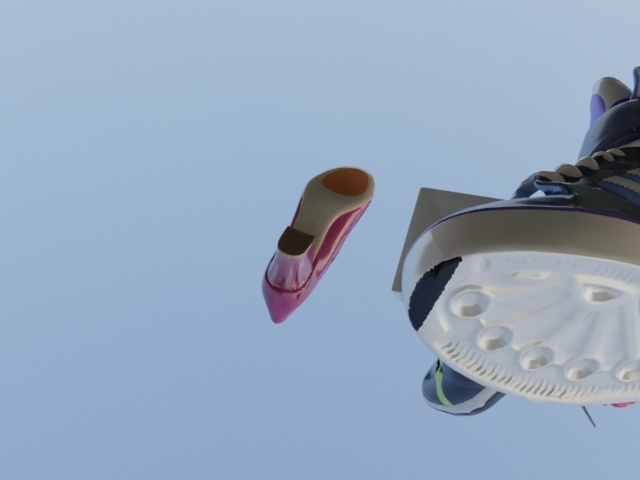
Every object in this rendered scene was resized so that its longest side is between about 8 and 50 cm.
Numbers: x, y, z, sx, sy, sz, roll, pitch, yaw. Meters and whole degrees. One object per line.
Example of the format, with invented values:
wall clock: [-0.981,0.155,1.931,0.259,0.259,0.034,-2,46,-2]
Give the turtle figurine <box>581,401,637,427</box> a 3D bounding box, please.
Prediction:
turtle figurine: [0.291,0.061,1.038,0.175,0.234,0.118,-18,-169,-8]

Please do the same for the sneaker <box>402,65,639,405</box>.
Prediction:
sneaker: [0.177,-0.023,0.715,0.323,0.130,0.236,8,-137,-22]

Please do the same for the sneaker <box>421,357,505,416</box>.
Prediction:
sneaker: [0.130,0.070,0.899,0.097,0.235,0.084,33,-123,-9]

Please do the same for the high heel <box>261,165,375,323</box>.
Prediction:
high heel: [0.000,0.000,1.395,0.082,0.117,0.244,21,-141,9]

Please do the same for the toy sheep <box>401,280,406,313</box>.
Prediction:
toy sheep: [0.127,0.051,1.171,0.091,0.091,0.132,-1,-123,-4]

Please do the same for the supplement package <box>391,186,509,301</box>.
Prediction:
supplement package: [0.276,0.056,1.956,0.199,0.263,0.198,10,-106,24]
